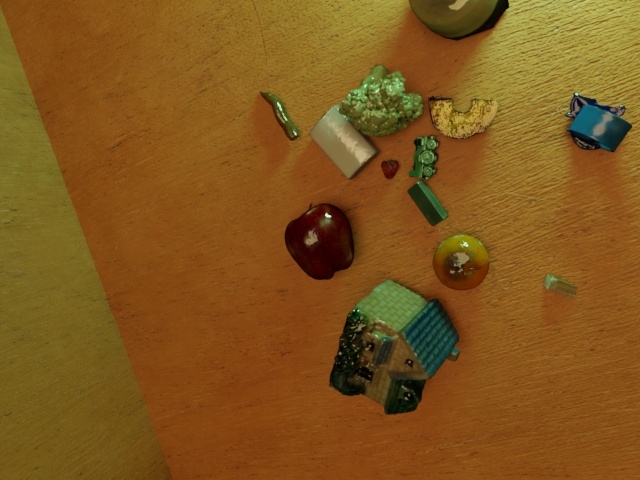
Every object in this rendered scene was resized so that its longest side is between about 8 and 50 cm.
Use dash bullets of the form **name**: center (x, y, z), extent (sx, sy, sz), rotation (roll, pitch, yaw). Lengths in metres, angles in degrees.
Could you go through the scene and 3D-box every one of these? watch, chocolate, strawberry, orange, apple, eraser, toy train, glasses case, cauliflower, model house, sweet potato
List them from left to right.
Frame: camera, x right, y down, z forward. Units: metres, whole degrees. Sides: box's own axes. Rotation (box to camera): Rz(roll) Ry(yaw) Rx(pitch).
- **sweet potato**: center (-0.180, -0.565, 2.028), extent (0.059, 0.067, 0.281), rotation (-27, 82, -14)
- **apple**: center (0.000, 0.000, 1.944), extent (0.288, 0.288, 0.317), rotation (-23, 98, 23)
- **eraser**: center (0.097, -0.410, 1.927), extent (0.270, 0.095, 0.174), rotation (50, 118, 8)
- **cauliflower**: center (0.231, -0.541, 1.763), extent (0.327, 0.260, 0.281), rotation (-8, 101, -12)
- **strawberry**: center (0.287, -0.292, 1.891), extent (0.073, 0.073, 0.083), rotation (1, 113, 21)
- **model house**: center (0.308, 0.462, 1.819), extent (0.400, 0.395, 0.445), rotation (25, 117, 23)
- **toy train**: center (0.415, -0.332, 1.834), extent (0.104, 0.071, 0.178), rotation (11, 105, 30)
- **glasses case**: center (0.431, -0.151, 1.854), extent (0.184, 0.039, 0.078), rotation (55, 145, 4)
- **chocolate**: center (0.472, -0.885, 1.597), extent (0.326, 0.297, 0.314), rotation (-10, 100, 22)
- **orange**: center (0.549, 0.089, 1.797), extent (0.224, 0.170, 0.224), rotation (4, 101, 23)
- **watch**: center (0.930, -0.390, 1.552), extent (0.196, 0.200, 0.171), rotation (22, 110, 13)

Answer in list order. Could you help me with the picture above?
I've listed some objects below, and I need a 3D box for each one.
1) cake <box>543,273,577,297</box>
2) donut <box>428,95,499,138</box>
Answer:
- **cake**: center (0.914, 0.172, 1.746), extent (0.121, 0.065, 0.052), rotation (19, 107, -6)
- **donut**: center (0.532, -0.461, 1.746), extent (0.259, 0.101, 0.152), rotation (10, 103, 18)
